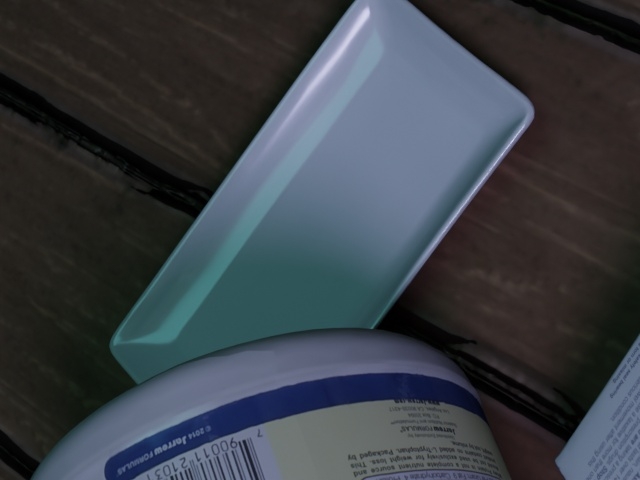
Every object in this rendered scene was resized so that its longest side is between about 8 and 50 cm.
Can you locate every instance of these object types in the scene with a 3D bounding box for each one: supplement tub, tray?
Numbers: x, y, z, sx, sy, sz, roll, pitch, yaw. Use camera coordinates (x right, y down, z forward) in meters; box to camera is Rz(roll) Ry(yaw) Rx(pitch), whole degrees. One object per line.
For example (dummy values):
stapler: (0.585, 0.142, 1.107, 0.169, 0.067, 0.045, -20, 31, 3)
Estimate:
supplement tub: (0.012, 0.229, 0.805, 0.235, 0.235, 0.325, -35, 59, 23)
tray: (0.000, 0.000, 1.010, 0.270, 0.030, 0.145, -53, 53, 11)

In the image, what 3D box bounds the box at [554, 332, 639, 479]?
box: (0.185, 0.099, 0.785, 0.126, 0.072, 0.137, -61, 34, 26)
